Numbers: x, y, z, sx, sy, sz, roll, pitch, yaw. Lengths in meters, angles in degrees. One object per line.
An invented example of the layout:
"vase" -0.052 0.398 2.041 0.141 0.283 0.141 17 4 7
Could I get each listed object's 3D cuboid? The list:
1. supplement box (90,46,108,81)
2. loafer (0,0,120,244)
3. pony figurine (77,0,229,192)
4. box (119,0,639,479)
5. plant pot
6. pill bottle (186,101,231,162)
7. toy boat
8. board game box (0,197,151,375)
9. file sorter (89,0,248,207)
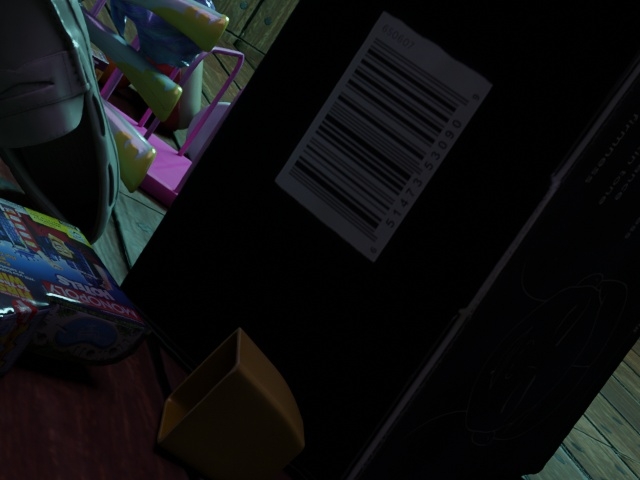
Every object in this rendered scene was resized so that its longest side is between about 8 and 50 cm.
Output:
"supplement box" -0.345 -0.249 1.675 0.083 0.055 0.043 26 15 -32
"loafer" -0.238 -0.128 1.023 0.319 0.112 0.111 72 0 -47
"pony figurine" -0.290 -0.260 1.256 0.363 0.351 0.303 31 -23 -13
"box" 0.155 -0.040 1.122 0.297 0.480 0.471 39 12 29
"plant pot" -0.056 0.127 0.859 0.083 0.081 0.081 43 9 -12
"pill bottle" -0.114 -0.141 1.746 0.108 0.108 0.180 37 11 12
"toy boat" -0.260 -0.255 1.812 0.151 0.151 0.231 1 20 -12
"board game box" -0.221 0.033 0.823 0.194 0.060 0.194 24 16 -42
"file sorter" -0.218 -0.199 1.497 0.290 0.182 0.202 35 11 6
